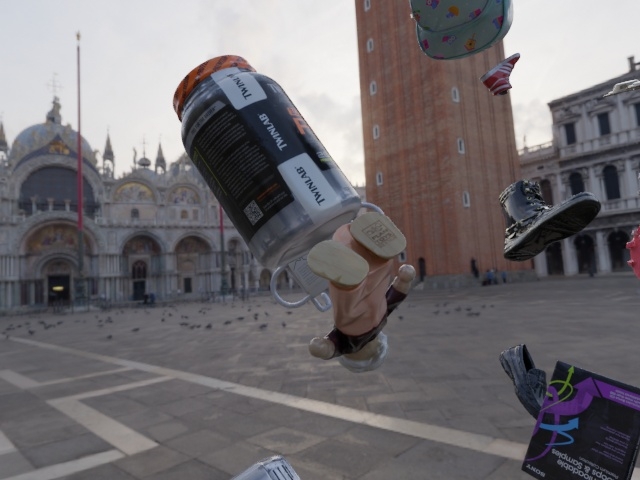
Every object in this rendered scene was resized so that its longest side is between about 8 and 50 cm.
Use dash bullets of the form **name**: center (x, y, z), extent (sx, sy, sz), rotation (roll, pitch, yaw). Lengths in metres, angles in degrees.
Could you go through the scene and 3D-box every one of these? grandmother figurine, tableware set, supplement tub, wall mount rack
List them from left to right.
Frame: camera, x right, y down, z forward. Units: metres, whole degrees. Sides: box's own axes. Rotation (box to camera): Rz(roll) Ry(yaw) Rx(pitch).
- **supplement tub**: center (-0.100, -0.138, 0.764), extent (0.207, 0.337, 0.207), rotation (-34, -9, -6)
- **wall mount rack**: center (0.000, 0.000, 1.119), extent (0.350, 0.304, 0.130), rotation (-40, -10, 15)
- **grandmother figurine**: center (0.062, 0.104, 0.660), extent (0.208, 0.104, 0.342), rotation (-26, -34, -16)
- **tableware set**: center (0.562, -0.261, 0.713), extent (0.141, 0.020, 0.168), rotation (-10, 15, 17)

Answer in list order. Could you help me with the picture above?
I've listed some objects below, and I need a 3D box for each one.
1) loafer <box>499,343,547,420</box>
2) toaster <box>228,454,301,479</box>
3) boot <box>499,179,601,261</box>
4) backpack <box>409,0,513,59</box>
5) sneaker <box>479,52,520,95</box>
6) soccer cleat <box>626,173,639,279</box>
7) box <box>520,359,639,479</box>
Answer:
- **loafer**: center (0.504, 0.338, 1.048), extent (0.076, 0.078, 0.223), rotation (34, 24, -20)
- **toaster**: center (-0.051, 0.289, 0.355), extent (0.147, 0.129, 0.227), rotation (-28, 47, -26)
- **boot**: center (0.485, -0.077, 0.968), extent (0.085, 0.178, 0.236), rotation (17, -35, -14)
- **backpack**: center (0.229, -0.398, 0.726), extent (0.166, 0.188, 0.144), rotation (-8, 24, 30)
- **sneaker**: center (0.425, -0.376, 1.003), extent (0.118, 0.067, 0.042), rotation (-37, 0, -11)
- **soccer cleat**: center (0.716, -0.034, 0.918), extent (0.095, 0.247, 0.083), rotation (0, 10, 5)
- **box**: center (0.344, 0.253, 0.571), extent (0.029, 0.162, 0.116), rotation (26, -9, -32)
